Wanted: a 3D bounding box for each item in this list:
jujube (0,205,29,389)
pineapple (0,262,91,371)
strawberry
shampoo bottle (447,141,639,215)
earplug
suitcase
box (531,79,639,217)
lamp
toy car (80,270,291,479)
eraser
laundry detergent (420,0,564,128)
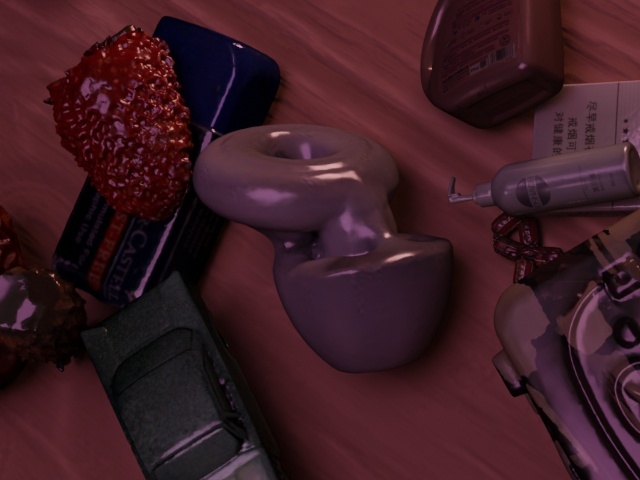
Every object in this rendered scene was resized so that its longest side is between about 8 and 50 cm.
[{"bbox_3d":[-0.430,0.066,1.808,0.213,0.213,0.232,-26,69,19],"label":"jujube"},{"bbox_3d":[-0.296,0.092,1.734,0.108,0.197,0.108,-3,74,10],"label":"pineapple"},{"bbox_3d":[-0.209,-0.133,1.688,0.167,0.087,0.208,-45,64,9],"label":"strawberry"},{"bbox_3d":[0.217,-0.054,1.551,0.195,0.056,0.056,-11,74,27],"label":"shampoo bottle"},{"bbox_3d":[0.004,-0.008,1.617,0.325,0.214,0.175,52,139,26],"label":"earplug"},{"bbox_3d":[0.364,0.125,1.399,0.339,0.194,0.351,-33,67,9],"label":"suitcase"},{"bbox_3d":[0.328,-0.092,1.553,0.245,0.035,0.139,-2,77,26],"label":"box"},{"bbox_3d":[0.206,0.004,1.595,0.063,0.031,0.083,-36,60,14],"label":"lamp"},{"bbox_3d":[-0.135,0.188,1.598,0.141,0.097,0.320,-33,61,7],"label":"toy car"},{"bbox_3d":[-0.169,-0.074,1.759,0.155,0.101,0.332,23,90,29],"label":"eraser"},{"bbox_3d":[0.170,-0.236,1.640,0.171,0.076,0.237,-26,54,40],"label":"laundry detergent"}]
